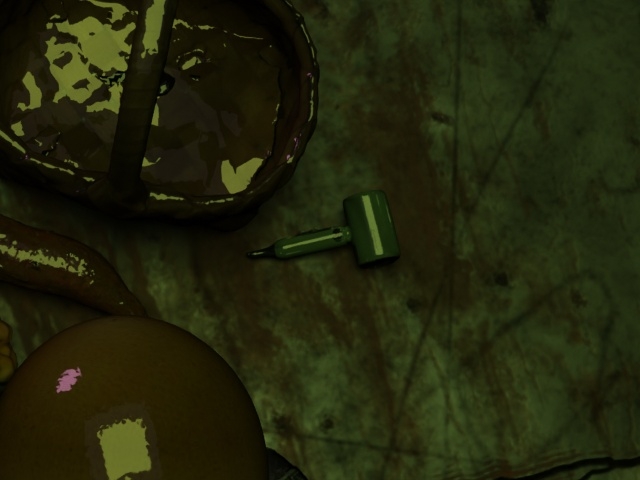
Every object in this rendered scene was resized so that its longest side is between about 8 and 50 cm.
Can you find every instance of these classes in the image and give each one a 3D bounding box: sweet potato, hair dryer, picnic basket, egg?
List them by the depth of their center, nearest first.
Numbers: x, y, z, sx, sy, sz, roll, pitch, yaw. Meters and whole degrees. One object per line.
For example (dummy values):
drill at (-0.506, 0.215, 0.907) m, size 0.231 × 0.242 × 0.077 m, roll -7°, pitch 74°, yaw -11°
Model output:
egg at (-0.169, 0.226, 1.581) m, size 0.250 × 0.250 × 0.322 m, roll -2°, pitch 95°, yaw -8°
picnic basket at (-0.159, -0.171, 1.663) m, size 0.337 × 0.337 × 0.293 m, roll 12°, pitch 73°, yaw -4°
sweet potato at (-0.304, 0.007, 1.721) m, size 0.314 × 0.072 × 0.066 m, roll 21°, pitch 87°, yaw -4°
hair dryer at (0.000, 0.000, 1.781) m, size 0.150 × 0.047 × 0.071 m, roll -12°, pitch 78°, yaw -5°

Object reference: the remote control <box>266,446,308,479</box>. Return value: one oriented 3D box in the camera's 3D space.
remote control at (-0.002, 0.309, 1.689) m, size 0.090 × 0.066 × 0.266 m, roll -33°, pitch 77°, yaw -27°

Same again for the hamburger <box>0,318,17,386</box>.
hamburger at (-0.376, 0.094, 1.594) m, size 0.237 × 0.237 × 0.149 m, roll 27°, pitch 91°, yaw 0°
